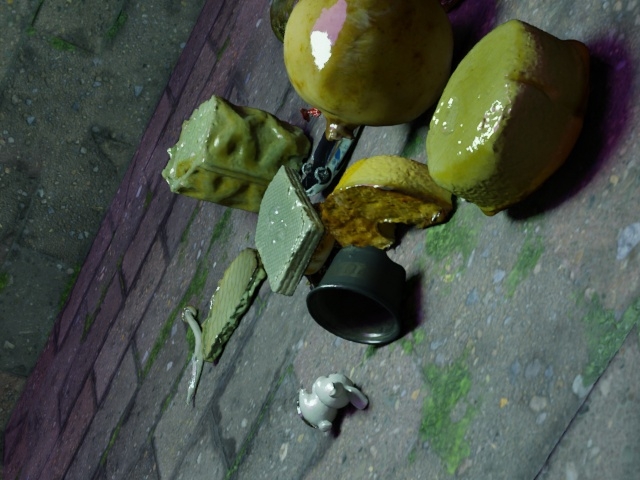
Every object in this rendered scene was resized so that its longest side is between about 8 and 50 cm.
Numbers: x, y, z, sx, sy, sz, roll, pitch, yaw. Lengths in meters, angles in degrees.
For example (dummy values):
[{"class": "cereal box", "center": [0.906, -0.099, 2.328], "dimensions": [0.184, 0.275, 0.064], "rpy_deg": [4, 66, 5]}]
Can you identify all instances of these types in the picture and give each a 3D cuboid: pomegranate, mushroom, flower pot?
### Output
[{"class": "pomegranate", "center": [0.083, -0.330, 1.836], "dimensions": [0.307, 0.307, 0.307], "rpy_deg": [-48, 30, 40]}, {"class": "mushroom", "center": [-0.292, 0.250, 2.489], "dimensions": [0.306, 0.043, 0.068], "rpy_deg": [-104, 24, -53]}, {"class": "flower pot", "center": [0.067, 0.080, 1.706], "dimensions": [0.157, 0.157, 0.107], "rpy_deg": [-36, 24, 52]}]

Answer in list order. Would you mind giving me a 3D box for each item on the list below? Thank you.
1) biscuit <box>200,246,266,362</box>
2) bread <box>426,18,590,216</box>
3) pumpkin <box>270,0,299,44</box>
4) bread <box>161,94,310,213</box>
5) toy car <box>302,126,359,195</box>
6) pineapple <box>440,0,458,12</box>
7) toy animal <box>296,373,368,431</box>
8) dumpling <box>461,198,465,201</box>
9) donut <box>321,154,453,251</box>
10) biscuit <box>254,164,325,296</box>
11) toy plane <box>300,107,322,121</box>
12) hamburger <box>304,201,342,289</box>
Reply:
[{"class": "biscuit", "center": [-0.195, 0.121, 2.381], "dimensions": [0.274, 0.036, 0.187], "rpy_deg": [-59, 24, 23]}, {"class": "bread", "center": [0.258, -0.170, 1.487], "dimensions": [0.270, 0.148, 0.270], "rpy_deg": [-53, 23, 34]}, {"class": "pumpkin", "center": [-0.019, -0.541, 2.383], "dimensions": [0.260, 0.189, 0.260], "rpy_deg": [-47, 32, 42]}, {"class": "bread", "center": [-0.176, -0.181, 2.334], "dimensions": [0.238, 0.252, 0.196], "rpy_deg": [-42, 36, 42]}, {"class": "toy car", "center": [0.022, -0.178, 2.134], "dimensions": [0.205, 0.056, 0.095], "rpy_deg": [-65, 23, 1]}, {"class": "pineapple", "center": [0.246, -0.503, 1.899], "dimensions": [0.233, 0.079, 0.135], "rpy_deg": [-64, 25, 10]}, {"class": "toy animal", "center": [0.016, 0.252, 1.746], "dimensions": [0.124, 0.071, 0.085], "rpy_deg": [-50, 28, 37]}, {"class": "dumpling", "center": [0.218, -0.089, 1.644], "dimensions": [0.077, 0.043, 0.060], "rpy_deg": [-17, 77, 58]}, {"class": "donut", "center": [0.092, -0.068, 1.760], "dimensions": [0.259, 0.152, 0.101], "rpy_deg": [-25, 40, 56]}, {"class": "biscuit", "center": [-0.066, -0.024, 1.957], "dimensions": [0.150, 0.052, 0.252], "rpy_deg": [-61, 25, 22]}, {"class": "toy plane", "center": [0.035, -0.323, 2.152], "dimensions": [0.077, 0.126, 0.194], "rpy_deg": [27, 53, 37]}, {"class": "hamburger", "center": [-0.002, 0.003, 1.981], "dimensions": [0.189, 0.093, 0.164], "rpy_deg": [-38, 37, 53]}]
